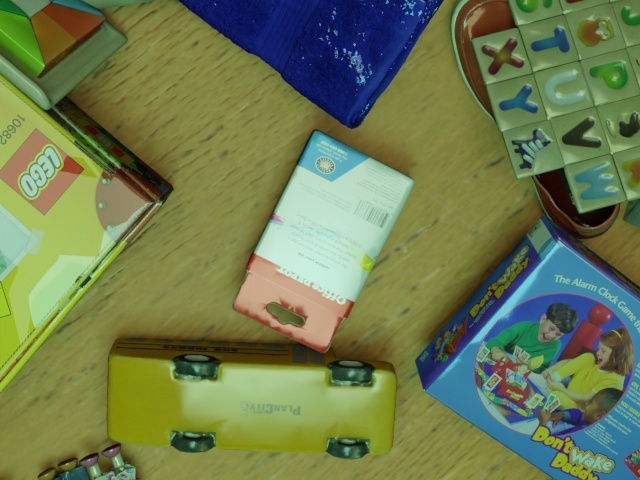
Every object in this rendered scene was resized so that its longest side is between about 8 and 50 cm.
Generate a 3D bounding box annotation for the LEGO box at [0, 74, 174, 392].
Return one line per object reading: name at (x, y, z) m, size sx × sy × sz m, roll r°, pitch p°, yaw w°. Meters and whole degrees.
LEGO box at (-0.470, 0.016, 1.429) m, size 0.372 × 0.193 × 0.500 m, roll 41°, pitch 94°, yaw -6°

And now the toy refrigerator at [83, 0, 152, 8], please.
toy refrigerator at (-0.225, -0.402, 1.397) m, size 0.102 × 0.094 × 0.270 m, roll -3°, pitch 83°, yaw 21°

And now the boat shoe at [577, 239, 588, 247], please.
boat shoe at (0.249, 0.090, 1.535) m, size 0.219 × 0.078 × 0.070 m, roll -43°, pitch 98°, yaw 12°

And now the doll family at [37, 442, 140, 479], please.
doll family at (-0.316, 0.358, 1.534) m, size 0.263 × 0.118 × 0.163 m, roll -20°, pitch 91°, yaw -18°

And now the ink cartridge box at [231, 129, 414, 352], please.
ink cartridge box at (0.000, 0.000, 1.507) m, size 0.134 × 0.078 × 0.231 m, roll 27°, pitch 95°, yaw -5°

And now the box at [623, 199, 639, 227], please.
box at (0.532, -0.051, 1.521) m, size 0.290 × 0.087 × 0.169 m, roll 17°, pitch 96°, yaw -4°

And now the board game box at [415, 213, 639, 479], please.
board game box at (0.319, 0.164, 1.484) m, size 0.347 × 0.078 × 0.233 m, roll 35°, pitch 106°, yaw -17°

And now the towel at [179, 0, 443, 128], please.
towel at (-0.029, -0.289, 1.408) m, size 0.308 × 0.076 × 0.228 m, roll 37°, pitch 121°, yaw 6°

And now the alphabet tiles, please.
alphabet tiles at (0.358, -0.193, 1.455) m, size 0.342 × 0.011 × 0.285 m, roll -15°, pitch 81°, yaw -7°

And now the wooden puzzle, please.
wooden puzzle at (-0.331, -0.259, 1.382) m, size 0.221 × 0.239 × 0.044 m, roll 40°, pitch 118°, yaw -7°

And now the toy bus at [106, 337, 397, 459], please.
toy bus at (-0.082, 0.182, 1.498) m, size 0.332 × 0.130 × 0.108 m, roll 2°, pitch 98°, yaw -3°

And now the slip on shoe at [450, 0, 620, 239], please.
slip on shoe at (0.260, -0.149, 1.491) m, size 0.123 × 0.101 × 0.331 m, roll -28°, pitch 96°, yaw 3°
